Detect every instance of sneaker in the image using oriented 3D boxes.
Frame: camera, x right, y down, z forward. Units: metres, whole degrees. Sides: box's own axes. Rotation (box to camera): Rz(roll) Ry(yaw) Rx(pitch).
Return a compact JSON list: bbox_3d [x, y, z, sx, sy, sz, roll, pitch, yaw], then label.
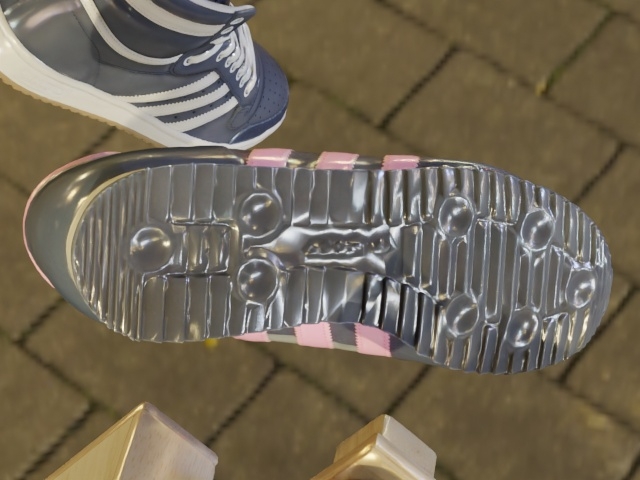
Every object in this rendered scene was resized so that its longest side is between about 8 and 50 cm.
[{"bbox_3d":[0.000,0.000,1.009,0.319,0.112,0.131,9,5,-31],"label":"sneaker"},{"bbox_3d":[-0.072,-0.135,1.237,0.153,0.282,0.099,-28,67,30],"label":"sneaker"}]

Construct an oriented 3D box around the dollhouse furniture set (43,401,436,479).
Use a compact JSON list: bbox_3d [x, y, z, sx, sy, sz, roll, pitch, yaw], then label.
[{"bbox_3d":[-0.009,0.265,0.894,0.355,0.303,0.174,41,33,-18],"label":"dollhouse furniture set"}]
